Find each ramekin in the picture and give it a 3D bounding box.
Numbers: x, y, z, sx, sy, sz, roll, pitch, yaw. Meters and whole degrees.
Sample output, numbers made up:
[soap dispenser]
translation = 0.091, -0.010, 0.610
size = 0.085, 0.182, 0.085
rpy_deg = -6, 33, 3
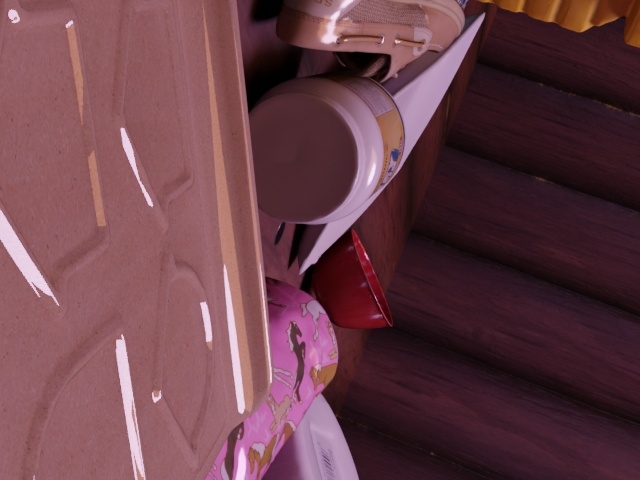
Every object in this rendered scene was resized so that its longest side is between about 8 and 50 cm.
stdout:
[ramekin]
translation = -0.042, 0.304, 1.093
size = 0.277, 0.135, 0.277
rpy_deg = -21, 90, -80

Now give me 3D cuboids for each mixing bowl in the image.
[mixing bowl]
translation = 0.044, 0.080, 1.516
size = 0.181, 0.098, 0.181
rpy_deg = -24, 90, -83

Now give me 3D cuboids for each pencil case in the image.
[pencil case]
translation = -0.102, 0.172, 0.856
size = 0.386, 0.160, 0.167
rpy_deg = -52, 159, -61

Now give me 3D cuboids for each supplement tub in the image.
[supplement tub]
translation = 0.003, -0.097, 0.913
size = 0.199, 0.144, 0.144
rpy_deg = -41, 150, -69

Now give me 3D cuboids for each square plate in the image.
[square plate]
translation = 0.093, -0.152, 1.331
size = 0.347, 0.049, 0.344
rpy_deg = -46, 168, -44

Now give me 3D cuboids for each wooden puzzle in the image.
[wooden puzzle]
translation = -0.122, 0.017, 0.437
size = 0.348, 0.080, 0.322
rpy_deg = -49, 136, -67

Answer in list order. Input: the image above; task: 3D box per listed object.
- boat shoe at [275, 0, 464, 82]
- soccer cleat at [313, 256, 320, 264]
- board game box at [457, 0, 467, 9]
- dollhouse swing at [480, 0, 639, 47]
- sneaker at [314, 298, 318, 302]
[boat shoe]
translation = 0.050, -0.227, 0.932
size = 0.341, 0.121, 0.110
rpy_deg = -3, 114, -61
[soccer cleat]
translation = 0.000, 0.000, 1.426
size = 0.083, 0.029, 0.035
rpy_deg = -60, 171, -23
[board game box]
translation = 0.149, -0.343, 1.201
size = 0.165, 0.042, 0.243
rpy_deg = -36, 168, -18
[dollhouse swing]
translation = 0.160, -0.269, 0.821
size = 0.315, 0.347, 0.305
rpy_deg = 97, 16, -53
[sneaker]
translation = -0.023, 0.176, 1.555
size = 0.084, 0.058, 0.152
rpy_deg = 33, 73, -86
